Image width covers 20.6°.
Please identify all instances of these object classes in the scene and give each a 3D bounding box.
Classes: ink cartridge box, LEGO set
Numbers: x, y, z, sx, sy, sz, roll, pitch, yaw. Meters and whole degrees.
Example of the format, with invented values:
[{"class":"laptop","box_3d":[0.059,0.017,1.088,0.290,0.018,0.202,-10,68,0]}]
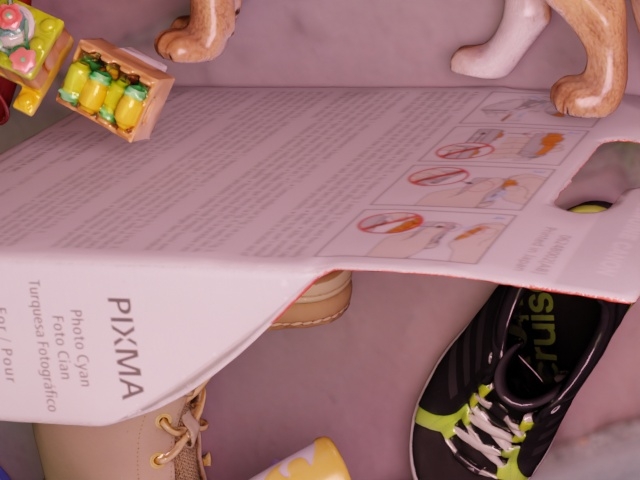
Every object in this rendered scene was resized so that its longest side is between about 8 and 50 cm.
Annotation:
[{"class":"ink cartridge box","box_3d":[0.000,0.000,0.891,0.385,0.308,0.091,3,110,21]},{"class":"LEGO set","box_3d":[-0.190,-0.163,0.881,0.132,0.107,0.287,-28,73,-3]}]

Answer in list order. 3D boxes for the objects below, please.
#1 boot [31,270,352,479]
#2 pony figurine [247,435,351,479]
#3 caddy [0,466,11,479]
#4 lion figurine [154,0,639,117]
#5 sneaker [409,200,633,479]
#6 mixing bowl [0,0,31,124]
[{"class":"boot","box_3d":[-0.083,0.098,1.084,0.262,0.095,0.203,-5,106,27]},{"class":"pony figurine","box_3d":[-0.131,0.242,0.947,0.363,0.351,0.303,-20,127,-12]},{"class":"caddy","box_3d":[-0.368,0.237,1.215,0.341,0.179,0.241,14,113,19]},{"class":"lion figurine","box_3d":[0.023,-0.206,0.921,0.392,0.142,0.240,7,105,6]},{"class":"sneaker","box_3d":[0.105,0.075,0.993,0.084,0.097,0.234,31,118,11]},{"class":"mixing bowl","box_3d":[-0.239,-0.157,1.036,0.181,0.181,0.098,25,74,13]}]
